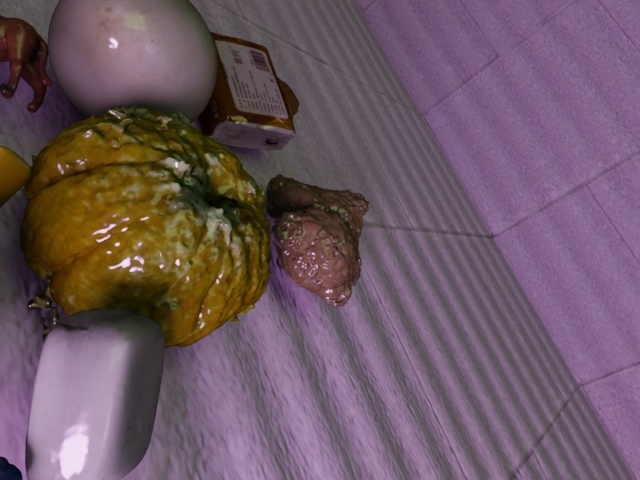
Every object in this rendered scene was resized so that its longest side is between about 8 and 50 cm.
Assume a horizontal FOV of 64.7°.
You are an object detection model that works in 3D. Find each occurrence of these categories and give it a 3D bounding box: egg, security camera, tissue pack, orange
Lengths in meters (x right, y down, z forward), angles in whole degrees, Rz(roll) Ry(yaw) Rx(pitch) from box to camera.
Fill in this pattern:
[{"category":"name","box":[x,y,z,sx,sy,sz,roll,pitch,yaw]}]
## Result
[{"category":"egg","box":[-0.254,-0.251,0.691,0.218,0.218,0.295,49,-3,-9]},{"category":"security camera","box":[-0.187,0.207,0.414,0.157,0.080,0.301,112,-20,-80]},{"category":"tissue pack","box":[-0.161,-0.294,1.003,0.183,0.092,0.226,-3,68,-38]},{"category":"orange","box":[-0.178,-0.015,0.601,0.301,0.223,0.300,22,48,-45]}]

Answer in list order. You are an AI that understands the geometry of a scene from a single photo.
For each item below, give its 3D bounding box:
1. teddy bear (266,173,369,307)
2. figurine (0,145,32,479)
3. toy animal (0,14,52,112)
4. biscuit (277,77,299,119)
[{"category":"teddy bear","box":[0.000,0.000,0.915,0.267,0.156,0.256,48,31,-14]},{"category":"figurine","box":[-0.276,0.054,0.330,0.205,0.283,0.338,-21,71,-24]},{"category":"toy animal","box":[-0.460,-0.270,0.617,0.224,0.066,0.229,-4,71,-37]},{"category":"biscuit","box":[-0.140,-0.346,1.181,0.186,0.044,0.295,57,29,0]}]
